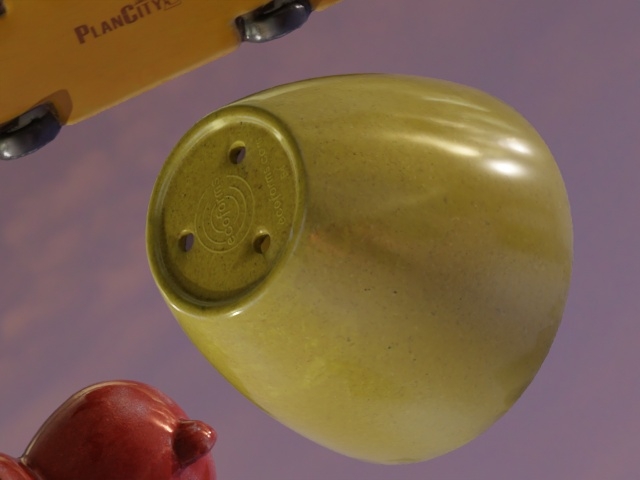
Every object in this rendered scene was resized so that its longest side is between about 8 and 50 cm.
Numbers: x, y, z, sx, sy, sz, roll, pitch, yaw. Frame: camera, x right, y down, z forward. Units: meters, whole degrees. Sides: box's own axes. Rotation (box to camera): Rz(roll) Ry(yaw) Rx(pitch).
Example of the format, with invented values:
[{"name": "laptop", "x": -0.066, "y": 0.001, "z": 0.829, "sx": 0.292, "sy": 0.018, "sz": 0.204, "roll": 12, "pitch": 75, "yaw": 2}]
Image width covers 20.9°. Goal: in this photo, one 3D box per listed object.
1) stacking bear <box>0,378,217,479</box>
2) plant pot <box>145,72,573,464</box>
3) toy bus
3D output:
[{"name": "stacking bear", "x": -0.180, "y": 0.188, "z": 0.942, "sx": 0.289, "sy": 0.164, "sz": 0.175, "roll": -37, "pitch": -167, "yaw": -19}, {"name": "plant pot", "x": 0.000, "y": 0.000, "z": 0.565, "sx": 0.134, "sy": 0.095, "sz": 0.134, "roll": -14, "pitch": -112, "yaw": 38}, {"name": "toy bus", "x": -0.114, "y": -0.167, "z": 1.139, "sx": 0.332, "sy": 0.108, "sz": 0.130, "roll": -26, "pitch": -158, "yaw": -6}]
